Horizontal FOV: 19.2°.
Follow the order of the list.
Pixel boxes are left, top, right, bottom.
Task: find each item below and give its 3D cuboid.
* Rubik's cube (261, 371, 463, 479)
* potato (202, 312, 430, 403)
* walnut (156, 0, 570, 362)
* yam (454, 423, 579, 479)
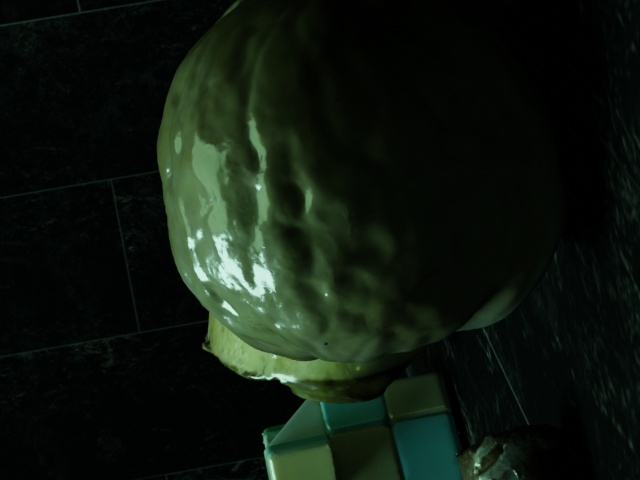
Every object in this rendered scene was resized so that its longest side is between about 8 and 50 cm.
[{"bbox_3d":[0.034,0.258,1.787,0.265,0.213,0.224,82,175,-54],"label":"Rubik's cube"},{"bbox_3d":[0.000,0.000,1.734,0.285,0.242,0.242,-59,-37,-66],"label":"potato"},{"bbox_3d":[0.023,-0.051,1.087,0.248,0.248,0.248,170,90,-86],"label":"walnut"},{"bbox_3d":[0.136,0.188,1.197,0.079,0.079,0.141,92,166,-70],"label":"yam"}]
